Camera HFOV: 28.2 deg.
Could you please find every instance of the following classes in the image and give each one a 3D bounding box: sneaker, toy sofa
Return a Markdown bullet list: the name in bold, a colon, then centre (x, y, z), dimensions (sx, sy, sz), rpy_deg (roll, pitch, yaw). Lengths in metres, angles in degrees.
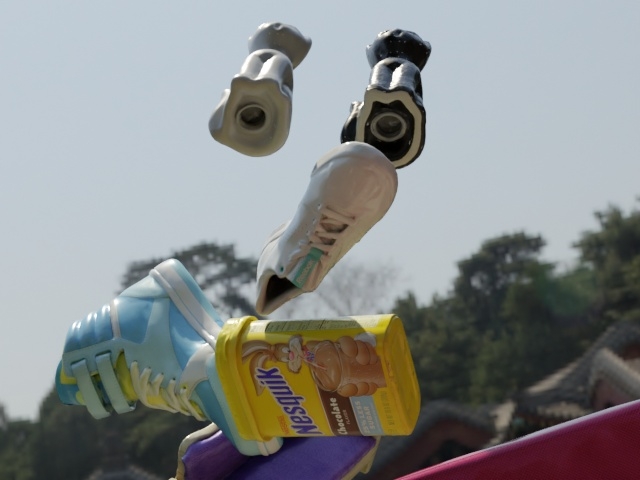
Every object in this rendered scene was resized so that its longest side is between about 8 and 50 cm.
- **sneaker**: centre (0.000, 0.000, 1.155), dimensions (0.080, 0.094, 0.212), rpy_deg (30, -43, -7)
- **sneaker**: centre (-0.187, 0.174, 1.474), dimensions (0.208, 0.319, 0.127), rpy_deg (-29, -48, -12)
- **toy sofa**: centre (-0.054, 0.308, 1.781), dimensions (0.362, 0.150, 0.177), rpy_deg (-33, -35, -51)

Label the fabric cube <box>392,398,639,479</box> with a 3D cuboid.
- **fabric cube**: centre (0.154, 0.269, 0.846), dimensions (0.258, 0.259, 0.254), rpy_deg (-16, -15, -13)

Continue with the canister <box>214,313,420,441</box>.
- **canister**: centre (-0.001, 0.129, 1.203), dimensions (0.170, 0.126, 0.073), rpy_deg (-4, 30, 21)

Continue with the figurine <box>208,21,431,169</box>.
- **figurine**: centre (0.007, -0.165, 1.304), dimensions (0.214, 0.209, 0.092), rpy_deg (5, -57, 6)
